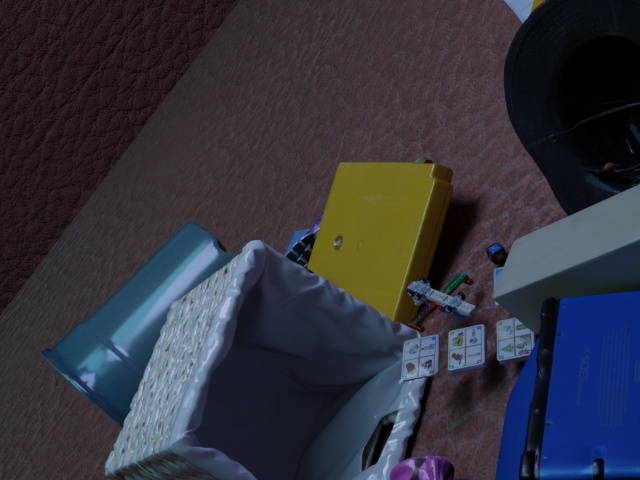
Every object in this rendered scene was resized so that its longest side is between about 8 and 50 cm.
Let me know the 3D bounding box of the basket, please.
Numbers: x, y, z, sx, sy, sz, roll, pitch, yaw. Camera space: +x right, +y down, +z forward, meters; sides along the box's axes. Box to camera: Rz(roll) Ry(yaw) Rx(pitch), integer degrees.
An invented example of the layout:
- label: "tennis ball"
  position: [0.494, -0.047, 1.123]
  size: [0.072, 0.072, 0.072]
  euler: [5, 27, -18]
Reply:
- label: "basket"
  position: [-0.070, 0.239, 1.856]
  size: [0.266, 0.331, 0.328]
  euler: [-32, 33, 53]

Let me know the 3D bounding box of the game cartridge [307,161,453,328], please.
- label: "game cartridge"
  position: [0.083, 0.014, 2.115]
  size: [0.324, 0.053, 0.285]
  euler: [8, 80, 61]

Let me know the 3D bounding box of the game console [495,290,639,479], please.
- label: "game console"
  position: [0.302, 0.214, 1.504]
  size: [0.250, 0.173, 0.293]
  euler: [-6, 36, 20]

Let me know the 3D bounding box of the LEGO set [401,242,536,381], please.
- label: "LEGO set"
  position: [0.206, 0.103, 1.823]
  size: [0.183, 0.060, 0.244]
  euler: [-14, 37, 16]

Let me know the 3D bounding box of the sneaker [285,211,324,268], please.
- label: "sneaker"
  position: [0.000, 0.000, 2.361]
  size: [0.170, 0.068, 0.071]
  euler: [-47, 9, -2]

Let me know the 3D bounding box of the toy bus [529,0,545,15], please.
- label: "toy bus"
  position: [0.362, -0.307, 1.836]
  size: [0.130, 0.108, 0.332]
  euler: [-122, 35, -49]

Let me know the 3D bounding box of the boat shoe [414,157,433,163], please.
- label: "boat shoe"
  position: [0.165, -0.067, 2.130]
  size: [0.048, 0.056, 0.153]
  euler: [-16, 47, 45]

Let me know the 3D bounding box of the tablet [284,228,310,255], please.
- label: "tablet"
  position: [-0.048, 0.017, 2.474]
  size: [0.054, 0.006, 0.083]
  euler: [-11, 50, 57]

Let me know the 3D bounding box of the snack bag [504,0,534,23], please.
- label: "snack bag"
  position: [0.435, -0.477, 2.172]
  size: [0.323, 0.037, 0.342]
  euler: [-48, 25, 17]

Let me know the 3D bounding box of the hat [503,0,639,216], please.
- label: "hat"
  position: [0.396, -0.173, 1.659]
  size: [0.134, 0.331, 0.331]
  euler: [-25, 1, -40]

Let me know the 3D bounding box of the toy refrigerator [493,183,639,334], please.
- label: "toy refrigerator"
  position: [0.344, 0.024, 1.626]
  size: [0.269, 0.094, 0.102]
  euler: [-28, 30, 50]

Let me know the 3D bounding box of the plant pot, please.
- label: "plant pot"
  position: [-0.235, 0.172, 2.273]
  size: [0.334, 0.341, 0.341]
  euler: [-50, 23, -8]

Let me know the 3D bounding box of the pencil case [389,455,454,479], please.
- label: "pencil case"
  position: [0.126, 0.357, 1.618]
  size: [0.209, 0.095, 0.098]
  euler: [-88, 4, -47]

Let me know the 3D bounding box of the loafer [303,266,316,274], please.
- label: "loafer"
  position: [0.002, 0.117, 2.076]
  size: [0.076, 0.078, 0.223]
  euler: [-20, 32, -19]
